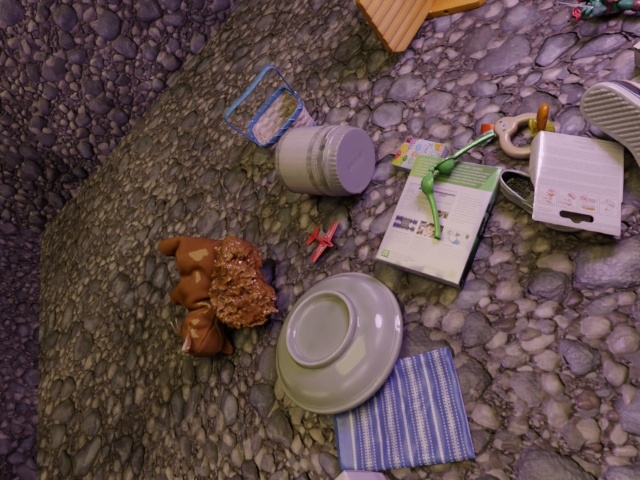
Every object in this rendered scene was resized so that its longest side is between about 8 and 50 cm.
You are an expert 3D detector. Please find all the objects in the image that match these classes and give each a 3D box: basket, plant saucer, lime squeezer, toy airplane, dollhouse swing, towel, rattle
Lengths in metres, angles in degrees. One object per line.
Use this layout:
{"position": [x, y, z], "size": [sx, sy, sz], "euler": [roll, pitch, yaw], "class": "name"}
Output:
{"position": [-0.178, -0.451, 1.605], "size": [0.255, 0.289, 0.201], "euler": [-45, 53, 7], "class": "basket"}
{"position": [0.019, 0.247, 1.176], "size": [0.401, 0.100, 0.400], "euler": [-22, 47, 25], "class": "plant saucer"}
{"position": [0.323, -0.164, 1.117], "size": [0.110, 0.059, 0.310], "euler": [26, 82, 33], "class": "lime squeezer"}
{"position": [0.000, 0.000, 1.406], "size": [0.151, 0.028, 0.151], "euler": [-18, 56, 29], "class": "toy airplane"}
{"position": [0.333, -0.791, 1.341], "size": [0.315, 0.347, 0.304], "euler": [11, 74, 41], "class": "dollhouse swing"}
{"position": [0.173, 0.407, 1.048], "size": [0.336, 0.040, 0.243], "euler": [-23, 56, 27], "class": "towel"}
{"position": [0.474, -0.289, 1.115], "size": [0.200, 0.143, 0.130], "euler": [33, 108, 38], "class": "rattle"}

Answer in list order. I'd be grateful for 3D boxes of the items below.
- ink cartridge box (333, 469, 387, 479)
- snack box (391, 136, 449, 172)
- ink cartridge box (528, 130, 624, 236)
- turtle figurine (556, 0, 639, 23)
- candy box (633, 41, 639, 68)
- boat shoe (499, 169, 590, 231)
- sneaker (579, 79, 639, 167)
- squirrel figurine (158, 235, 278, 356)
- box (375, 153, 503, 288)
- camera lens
{"position": [0.058, 0.633, 0.929], "size": [0.232, 0.168, 0.171], "euler": [-47, 46, 8], "class": "ink cartridge box"}
{"position": [0.292, -0.245, 1.298], "size": [0.141, 0.037, 0.100], "euler": [27, 87, 42], "class": "snack box"}
{"position": [0.553, -0.122, 0.961], "size": [0.181, 0.056, 0.224], "euler": [12, 74, 8], "class": "ink cartridge box"}
{"position": [0.731, -0.622, 1.098], "size": [0.234, 0.118, 0.175], "euler": [22, 96, 28], "class": "turtle figurine"}
{"position": [0.822, -0.389, 0.933], "size": [0.159, 0.071, 0.233], "euler": [-36, 50, 19], "class": "candy box"}
{"position": [0.507, -0.097, 1.020], "size": [0.079, 0.081, 0.227], "euler": [-51, 46, 5], "class": "boat shoe"}
{"position": [0.698, -0.219, 0.899], "size": [0.321, 0.128, 0.126], "euler": [57, 152, 21], "class": "sneaker"}
{"position": [-0.335, 0.186, 1.416], "size": [0.397, 0.281, 0.370], "euler": [-9, 68, 38], "class": "squirrel figurine"}
{"position": [0.310, -0.059, 1.150], "size": [0.232, 0.058, 0.321], "euler": [18, 81, 32], "class": "box"}
{"position": [0.006, -0.254, 1.403], "size": [0.274, 0.219, 0.219], "euler": [9, 73, 41], "class": "camera lens"}
